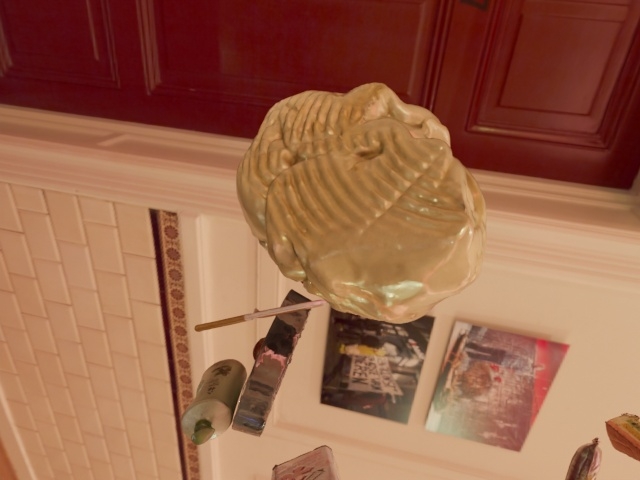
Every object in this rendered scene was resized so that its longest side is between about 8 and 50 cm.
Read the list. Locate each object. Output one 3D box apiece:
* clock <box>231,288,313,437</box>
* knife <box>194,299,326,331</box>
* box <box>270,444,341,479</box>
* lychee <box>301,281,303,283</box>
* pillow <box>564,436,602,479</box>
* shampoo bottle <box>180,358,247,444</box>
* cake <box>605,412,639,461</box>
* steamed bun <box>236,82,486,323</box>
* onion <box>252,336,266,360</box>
[{"bbox_3d":[-0.095,0.257,0.897,0.312,0.061,0.313,22,90,-87],"label":"clock"},{"bbox_3d":[-0.112,0.135,0.777,0.046,0.256,0.022,43,35,-70],"label":"knife"},{"bbox_3d":[-0.033,0.627,1.030,0.370,0.190,0.112,119,-48,-79],"label":"box"},{"bbox_3d":[0.000,0.000,1.156,0.264,0.300,0.264,-38,141,-40],"label":"lychee"},{"bbox_3d":[0.435,0.419,0.714,0.118,0.043,0.185,22,90,-50],"label":"pillow"},{"bbox_3d":[-0.229,0.350,0.902,0.087,0.118,0.234,60,5,-10],"label":"shampoo bottle"},{"bbox_3d":[0.987,0.630,1.270,0.225,0.109,0.090,-128,-153,-76],"label":"cake"},{"bbox_3d":[0.057,-0.035,0.522,0.203,0.289,0.276,61,44,-55],"label":"steamed bun"},{"bbox_3d":[-0.202,0.416,1.579,0.117,0.118,0.119,-152,-109,-80],"label":"onion"}]
